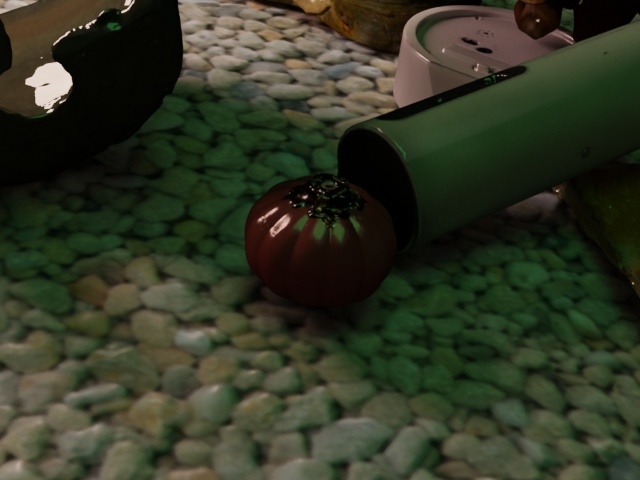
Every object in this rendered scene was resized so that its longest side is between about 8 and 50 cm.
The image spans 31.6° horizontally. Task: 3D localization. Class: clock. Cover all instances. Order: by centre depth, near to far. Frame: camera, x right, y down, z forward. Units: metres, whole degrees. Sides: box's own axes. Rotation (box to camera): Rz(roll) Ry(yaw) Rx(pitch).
[{"bbox_3d":[0.171,-0.157,1.087,0.197,0.068,0.197,6,34,-4],"label":"clock"}]

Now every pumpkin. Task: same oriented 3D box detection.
[{"bbox_3d":[0.040,-0.326,1.251,0.317,0.139,0.222,23,39,24],"label":"pumpkin"}]

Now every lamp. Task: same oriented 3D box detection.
[{"bbox_3d":[0.000,0.000,0.785,0.108,0.092,0.107,7,33,-5],"label":"lamp"}]

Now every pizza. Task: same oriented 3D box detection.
[{"bbox_3d":[0.292,0.006,0.903,0.181,0.034,0.262,6,31,-6],"label":"pizza"}]

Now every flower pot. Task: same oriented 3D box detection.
[{"bbox_3d":[-0.250,-0.194,0.854,0.380,0.379,0.251,-11,60,-28],"label":"flower pot"}]

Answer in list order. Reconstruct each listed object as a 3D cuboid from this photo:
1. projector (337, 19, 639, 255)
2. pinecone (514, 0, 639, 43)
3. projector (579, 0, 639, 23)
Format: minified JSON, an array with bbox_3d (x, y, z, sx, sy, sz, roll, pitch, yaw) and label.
[{"bbox_3d":[0.177,-0.093,0.917,0.338,0.108,0.108,-23,45,-27],"label":"projector"},{"bbox_3d":[0.263,-0.301,1.052,0.264,0.264,0.264,7,34,-5],"label":"pinecone"},{"bbox_3d":[0.392,-0.312,1.257,0.108,0.198,0.250,1,34,-12],"label":"projector"}]
